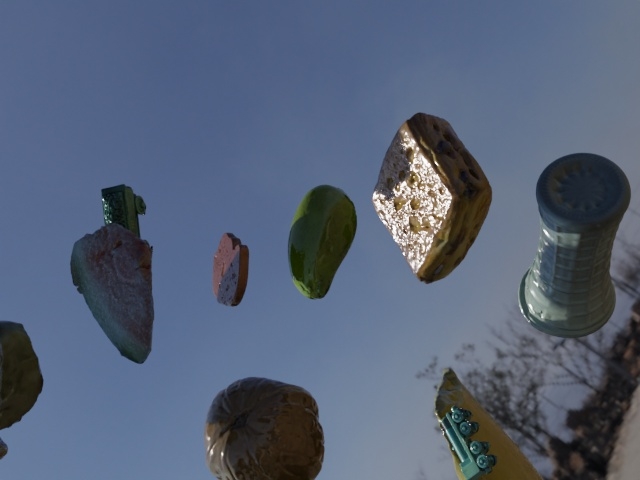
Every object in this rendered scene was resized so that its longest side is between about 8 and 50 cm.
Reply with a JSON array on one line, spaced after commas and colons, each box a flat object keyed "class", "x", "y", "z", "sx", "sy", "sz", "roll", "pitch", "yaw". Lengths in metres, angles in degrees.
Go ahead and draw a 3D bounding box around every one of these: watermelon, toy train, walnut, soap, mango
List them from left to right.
[{"class": "toy train", "x": -0.380, "y": -0.026, "z": 1.666, "sx": 0.070, "sy": 0.172, "sz": 0.099, "roll": -12, "pitch": -11, "yaw": 13}, {"class": "watermelon", "x": -0.239, "y": 0.066, "z": 1.060, "sx": 0.081, "sy": 0.180, "sz": 0.094, "roll": -11, "pitch": -13, "yaw": -46}, {"class": "walnut", "x": -0.094, "y": 0.345, "z": 1.497, "sx": 0.228, "sy": 0.228, "sz": 0.228, "roll": -47, "pitch": -18, "yaw": -20}, {"class": "mango", "x": 0.000, "y": 0.000, "z": 1.192, "sx": 0.074, "sy": 0.091, "sz": 0.165, "roll": 41, "pitch": -125, "yaw": -59}, {"class": "toy train", "x": 0.179, "y": 0.246, "z": 1.044, "sx": 0.045, "sy": 0.092, "sz": 0.029, "roll": -43, "pitch": -35, "yaw": 23}, {"class": "soap", "x": 0.350, "y": 0.462, "z": 1.694, "sx": 0.115, "sy": 0.427, "sz": 0.306, "roll": -40, "pitch": -4, "yaw": 9}]

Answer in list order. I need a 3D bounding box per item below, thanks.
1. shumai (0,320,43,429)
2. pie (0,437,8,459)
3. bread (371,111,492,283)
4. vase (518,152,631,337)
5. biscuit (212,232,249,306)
[{"class": "shumai", "x": -0.565, "y": 0.210, "z": 1.282, "sx": 0.304, "sy": 0.309, "sz": 0.263, "roll": -27, "pitch": -29, "yaw": 6}, {"class": "pie", "x": -0.685, "y": 0.351, "z": 1.658, "sx": 0.046, "sy": 0.195, "sz": 0.195, "roll": -47, "pitch": -18, "yaw": -21}, {"class": "bread", "x": 0.183, "y": -0.071, "z": 1.390, "sx": 0.099, "sy": 0.210, "sz": 0.235, "roll": -13, "pitch": -35, "yaw": -25}, {"class": "vase", "x": 0.342, "y": 0.009, "z": 1.160, "sx": 0.143, "sy": 0.143, "sz": 0.299, "roll": -48, "pitch": -28, "yaw": -17}, {"class": "biscuit", "x": -0.126, "y": 0.042, "z": 1.200, "sx": 0.130, "sy": 0.019, "sz": 0.102, "roll": -159, "pitch": 78, "yaw": -66}]
